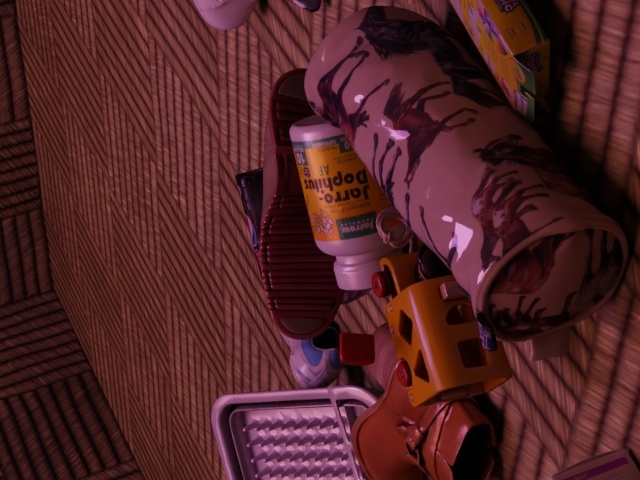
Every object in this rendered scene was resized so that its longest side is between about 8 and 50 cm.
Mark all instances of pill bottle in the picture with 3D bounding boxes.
[{"bbox_3d":[0.040,-0.051,1.929,0.117,0.117,0.208,-162,57,-68],"label":"pill bottle"}]

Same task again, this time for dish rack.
[{"bbox_3d":[0.007,0.336,2.266,0.333,0.072,0.285,-8,101,39],"label":"dish rack"}]

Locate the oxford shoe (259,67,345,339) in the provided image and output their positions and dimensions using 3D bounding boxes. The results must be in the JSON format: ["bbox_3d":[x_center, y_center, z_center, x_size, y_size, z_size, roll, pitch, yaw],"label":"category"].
[{"bbox_3d":[-0.020,-0.039,2.058,0.130,0.123,0.348,127,147,-76],"label":"oxford shoe"}]

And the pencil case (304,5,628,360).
[{"bbox_3d":[0.132,-0.070,1.581,0.410,0.160,0.183,55,143,41],"label":"pencil case"}]

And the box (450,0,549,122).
[{"bbox_3d":[0.170,-0.205,1.500,0.105,0.043,0.179,74,173,-65],"label":"box"}]

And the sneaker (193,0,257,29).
[{"bbox_3d":[-0.110,-0.368,2.087,0.290,0.106,0.123,98,151,-50],"label":"sneaker"}]

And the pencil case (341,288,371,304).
[{"bbox_3d":[0.000,0.000,2.137,0.206,0.086,0.088,52,163,46],"label":"pencil case"}]

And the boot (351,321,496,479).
[{"bbox_3d":[0.141,0.260,1.979,0.220,0.109,0.283,46,141,46],"label":"boot"}]

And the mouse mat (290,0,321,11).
[{"bbox_3d":[-0.068,-0.380,1.964,0.190,0.007,0.152,31,136,25],"label":"mouse mat"}]

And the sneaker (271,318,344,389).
[{"bbox_3d":[-0.015,0.140,2.352,0.085,0.086,0.237,51,-173,-31],"label":"sneaker"}]

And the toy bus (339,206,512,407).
[{"bbox_3d":[0.126,0.069,1.635,0.202,0.191,0.104,33,154,-5],"label":"toy bus"}]

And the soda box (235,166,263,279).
[{"bbox_3d":[-0.076,-0.024,2.375,0.053,0.060,0.169,-161,56,-71],"label":"soda box"}]

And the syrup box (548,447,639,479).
[{"bbox_3d":[0.306,0.331,1.545,0.093,0.096,0.237,103,145,-54],"label":"syrup box"}]
